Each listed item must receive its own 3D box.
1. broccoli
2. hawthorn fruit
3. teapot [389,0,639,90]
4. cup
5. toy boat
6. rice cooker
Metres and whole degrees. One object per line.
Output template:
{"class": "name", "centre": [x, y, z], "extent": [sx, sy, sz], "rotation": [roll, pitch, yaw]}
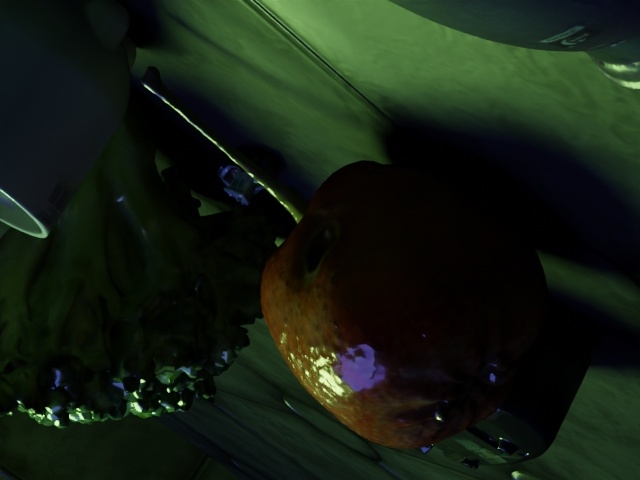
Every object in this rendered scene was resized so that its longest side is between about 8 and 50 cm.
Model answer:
{"class": "broccoli", "centre": [-0.174, 0.014, 1.237], "extent": [0.248, 0.245, 0.288], "rotation": [-2, -171, 22]}
{"class": "hawthorn fruit", "centre": [0.000, 0.000, 0.978], "extent": [0.285, 0.165, 0.165], "rotation": [37, 170, 26]}
{"class": "teapot", "centre": [0.062, -0.106, 0.500], "extent": [0.146, 0.116, 0.148], "rotation": [29, 167, -30]}
{"class": "cup", "centre": [-0.194, -0.095, 1.059], "extent": [0.134, 0.142, 0.173], "rotation": [34, 166, -9]}
{"class": "toy boat", "centre": [-0.052, -0.042, 1.153], "extent": [0.038, 0.038, 0.083], "rotation": [36, 168, -11]}
{"class": "rice cooker", "centre": [0.111, 0.093, 1.115], "extent": [0.112, 0.106, 0.165], "rotation": [31, 157, -8]}
